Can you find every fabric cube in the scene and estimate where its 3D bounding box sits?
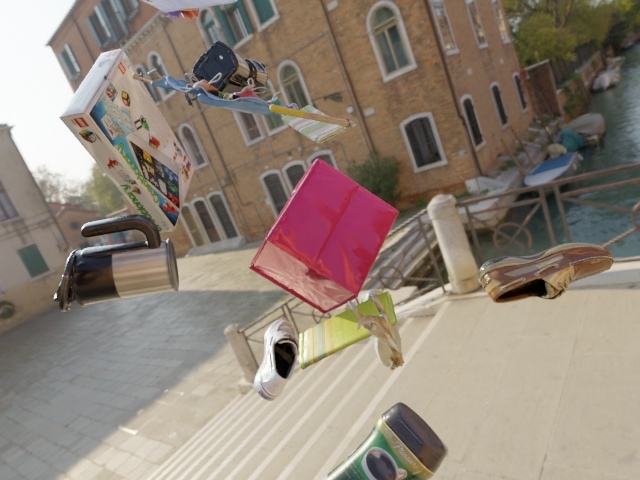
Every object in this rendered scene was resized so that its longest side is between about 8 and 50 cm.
[{"bbox_3d":[0.000,0.000,1.116,0.258,0.259,0.254,-60,7,-25],"label":"fabric cube"}]

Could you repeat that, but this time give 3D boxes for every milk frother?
[{"bbox_3d":[-0.277,0.047,0.597,0.135,0.129,0.143,-9,41,-11],"label":"milk frother"}]

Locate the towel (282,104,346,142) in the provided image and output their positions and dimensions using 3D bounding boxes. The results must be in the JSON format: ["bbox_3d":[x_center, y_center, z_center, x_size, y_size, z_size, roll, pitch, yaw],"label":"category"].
[{"bbox_3d":[-0.018,-0.331,1.205,0.113,0.023,0.152,-34,58,-31],"label":"towel"}]

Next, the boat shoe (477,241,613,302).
[{"bbox_3d":[0.586,0.100,1.120,0.324,0.122,0.120,-13,45,11],"label":"boat shoe"}]

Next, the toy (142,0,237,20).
[{"bbox_3d":[-0.339,-0.591,1.075,0.237,0.137,0.056,-42,-22,-39],"label":"toy"}]

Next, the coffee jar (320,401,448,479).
[{"bbox_3d":[0.076,0.308,0.564,0.184,0.079,0.096,-45,59,-3],"label":"coffee jar"}]

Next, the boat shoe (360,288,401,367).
[{"bbox_3d":[0.173,0.253,1.255,0.079,0.227,0.081,-13,-4,-19],"label":"boat shoe"}]

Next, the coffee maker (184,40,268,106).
[{"bbox_3d":[-0.247,-0.423,1.137,0.171,0.120,0.178,-17,0,21],"label":"coffee maker"}]

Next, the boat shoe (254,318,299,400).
[{"bbox_3d":[-0.087,0.269,1.041,0.084,0.095,0.258,-48,18,23],"label":"boat shoe"}]

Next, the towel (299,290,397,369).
[{"bbox_3d":[0.055,0.196,0.934,0.237,0.021,0.102,-29,31,17],"label":"towel"}]

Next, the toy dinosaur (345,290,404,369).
[{"bbox_3d":[0.078,0.111,0.571,0.053,0.183,0.092,-36,49,-1],"label":"toy dinosaur"}]

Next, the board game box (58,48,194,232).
[{"bbox_3d":[-0.355,-0.182,0.848,0.053,0.305,0.193,-5,52,11],"label":"board game box"}]

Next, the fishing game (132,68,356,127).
[{"bbox_3d":[-0.103,-0.177,0.508,0.264,0.041,0.189,25,20,38],"label":"fishing game"}]
